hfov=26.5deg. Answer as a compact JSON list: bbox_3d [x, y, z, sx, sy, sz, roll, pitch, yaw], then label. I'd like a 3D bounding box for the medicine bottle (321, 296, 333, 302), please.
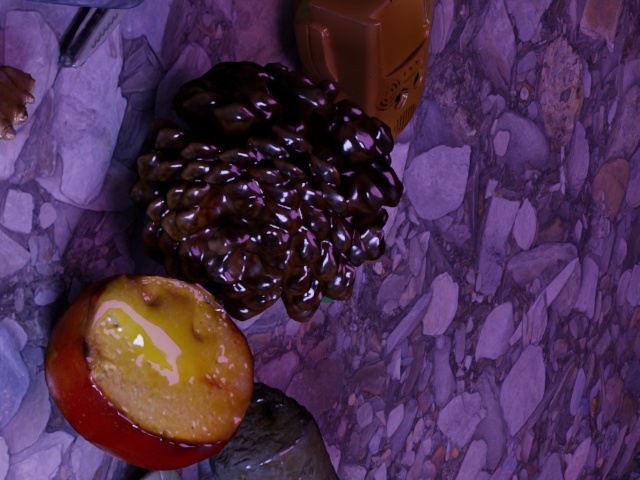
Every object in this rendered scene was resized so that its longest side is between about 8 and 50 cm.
[{"bbox_3d":[0.000,0.000,2.244,0.309,0.076,0.111,-94,-154,-59],"label":"medicine bottle"}]

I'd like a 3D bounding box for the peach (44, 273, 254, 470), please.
[{"bbox_3d":[-0.242,0.175,1.918,0.281,0.281,0.338,-60,158,-23],"label":"peach"}]

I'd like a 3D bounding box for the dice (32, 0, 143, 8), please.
[{"bbox_3d":[-0.315,-0.388,1.715,0.183,0.182,0.181,-10,107,-54],"label":"dice"}]

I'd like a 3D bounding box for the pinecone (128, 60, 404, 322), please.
[{"bbox_3d":[-0.065,-0.085,2.013,0.398,0.398,0.397,-23,119,-50],"label":"pinecone"}]

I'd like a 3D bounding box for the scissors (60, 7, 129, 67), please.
[{"bbox_3d":[-0.279,-0.346,1.904,0.289,0.041,0.138,-59,149,-26],"label":"scissors"}]

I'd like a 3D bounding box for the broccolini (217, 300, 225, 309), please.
[{"bbox_3d":[-0.161,0.181,2.262,0.044,0.042,0.218,-45,141,-39],"label":"broccolini"}]

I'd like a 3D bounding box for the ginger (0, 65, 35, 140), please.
[{"bbox_3d":[-0.417,-0.166,1.703,0.205,0.115,0.081,-39,114,-46],"label":"ginger"}]

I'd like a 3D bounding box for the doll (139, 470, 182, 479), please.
[{"bbox_3d":[-0.239,0.512,2.094,0.268,0.216,0.284,-60,140,-33],"label":"doll"}]

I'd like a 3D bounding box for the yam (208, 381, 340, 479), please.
[{"bbox_3d":[-0.076,0.394,2.306,0.195,0.195,0.300,-51,138,-33],"label":"yam"}]

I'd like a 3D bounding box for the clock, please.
[{"bbox_3d":[0.076,-0.309,2.311,0.244,0.200,0.317,-43,141,-36],"label":"clock"}]

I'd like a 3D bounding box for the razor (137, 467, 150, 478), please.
[{"bbox_3d":[-0.287,0.359,2.138,0.028,0.044,0.154,-84,158,-51],"label":"razor"}]
